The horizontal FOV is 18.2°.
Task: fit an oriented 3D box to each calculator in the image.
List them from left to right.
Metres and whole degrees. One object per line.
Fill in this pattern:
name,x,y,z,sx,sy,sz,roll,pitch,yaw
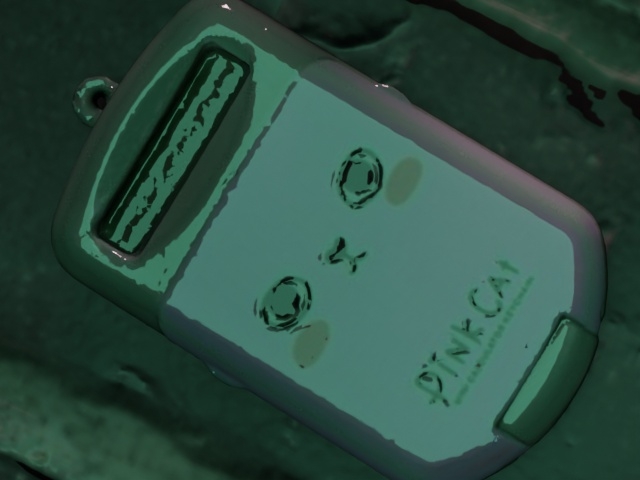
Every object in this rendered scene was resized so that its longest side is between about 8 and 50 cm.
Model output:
calculator,0.000,0.000,0.831,0.246,0.045,0.141,33,93,8
